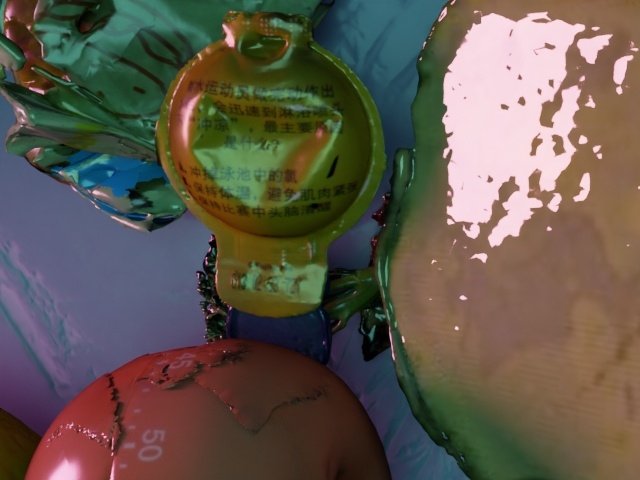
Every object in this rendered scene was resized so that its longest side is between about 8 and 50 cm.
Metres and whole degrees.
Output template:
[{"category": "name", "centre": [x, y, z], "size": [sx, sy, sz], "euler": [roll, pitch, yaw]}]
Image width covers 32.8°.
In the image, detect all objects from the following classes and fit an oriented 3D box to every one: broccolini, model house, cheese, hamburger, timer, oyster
[{"category": "broccolini", "centre": [0.007, -0.005, 0.777], "size": [0.271, 0.062, 0.123], "euler": [-44, 84, 19]}, {"category": "model house", "centre": [0.219, -0.004, 0.676], "size": [0.261, 0.266, 0.321], "euler": [19, 108, 51]}, {"category": "cheese", "centre": [-0.034, -0.027, 0.718], "size": [0.156, 0.064, 0.250], "euler": [5, 113, 12]}, {"category": "hamburger", "centre": [-0.143, -0.166, 0.763], "size": [0.260, 0.150, 0.276], "euler": [-44, 86, 8]}, {"category": "timer", "centre": [-0.068, 0.179, 0.692], "size": [0.214, 0.229, 0.230], "euler": [-14, 91, 17]}, {"category": "oyster", "centre": [0.069, 0.025, 0.799], "size": [0.086, 0.029, 0.132], "euler": [2, 94, 9]}]

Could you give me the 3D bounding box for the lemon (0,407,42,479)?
[{"category": "lemon", "centre": [-0.294, 0.230, 0.754], "size": [0.293, 0.293, 0.293], "euler": [1, 94, 10]}]
